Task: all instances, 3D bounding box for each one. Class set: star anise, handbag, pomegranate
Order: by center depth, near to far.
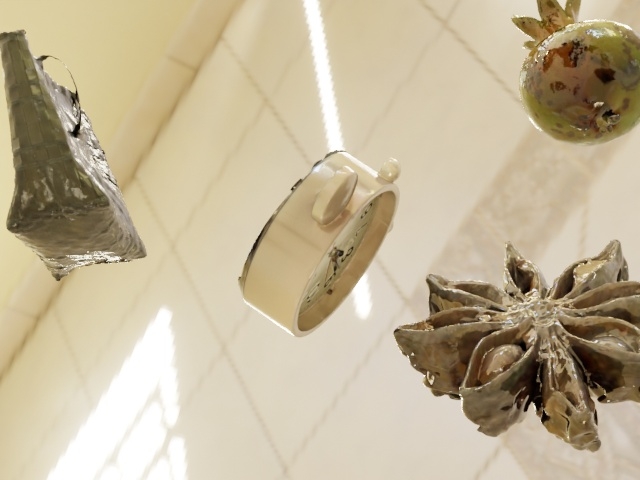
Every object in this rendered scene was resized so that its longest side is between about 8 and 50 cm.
[{"bbox_3d":[0.181,0.092,1.302,0.223,0.109,0.236,5,30,19],"label":"star anise"},{"bbox_3d":[-0.225,-0.071,1.405,0.088,0.270,0.175,-13,75,1],"label":"handbag"},{"bbox_3d":[0.292,-0.205,1.827,0.156,0.156,0.220,-39,64,35],"label":"pomegranate"}]

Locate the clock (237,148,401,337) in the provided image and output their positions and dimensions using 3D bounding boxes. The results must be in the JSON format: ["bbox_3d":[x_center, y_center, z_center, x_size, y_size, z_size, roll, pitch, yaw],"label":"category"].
[{"bbox_3d":[0.000,0.000,1.324,0.156,0.063,0.229,-51,-15,-22],"label":"clock"}]
